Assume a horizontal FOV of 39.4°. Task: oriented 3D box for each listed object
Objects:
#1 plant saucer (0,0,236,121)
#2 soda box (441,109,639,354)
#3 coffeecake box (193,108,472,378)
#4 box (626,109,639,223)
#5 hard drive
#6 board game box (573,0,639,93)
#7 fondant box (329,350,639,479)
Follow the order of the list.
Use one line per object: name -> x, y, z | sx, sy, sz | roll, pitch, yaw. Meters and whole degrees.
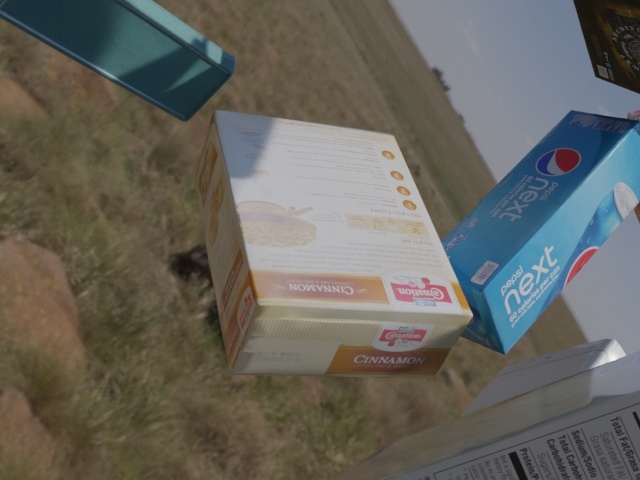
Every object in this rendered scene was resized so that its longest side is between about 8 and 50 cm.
plant saucer -> -0.135, -0.137, 0.607 | 0.192, 0.067, 0.018 | 27, 25, -52
soda box -> 0.174, -0.013, 0.704 | 0.067, 0.210, 0.071 | 21, -34, 46
coffeecake box -> 0.000, 0.000, 0.605 | 0.142, 0.068, 0.185 | 5, 42, -22
box -> 0.479, -0.017, 1.063 | 0.142, 0.154, 0.300 | 69, 8, -59
hard drive -> 0.256, 0.272, 1.254 | 0.353, 0.233, 0.047 | -38, 96, -38
board game box -> 0.251, -0.166, 0.679 | 0.126, 0.026, 0.186 | 34, -8, 37
fondant box -> 0.165, 0.147, 0.588 | 0.238, 0.330, 0.096 | -3, 70, -64
